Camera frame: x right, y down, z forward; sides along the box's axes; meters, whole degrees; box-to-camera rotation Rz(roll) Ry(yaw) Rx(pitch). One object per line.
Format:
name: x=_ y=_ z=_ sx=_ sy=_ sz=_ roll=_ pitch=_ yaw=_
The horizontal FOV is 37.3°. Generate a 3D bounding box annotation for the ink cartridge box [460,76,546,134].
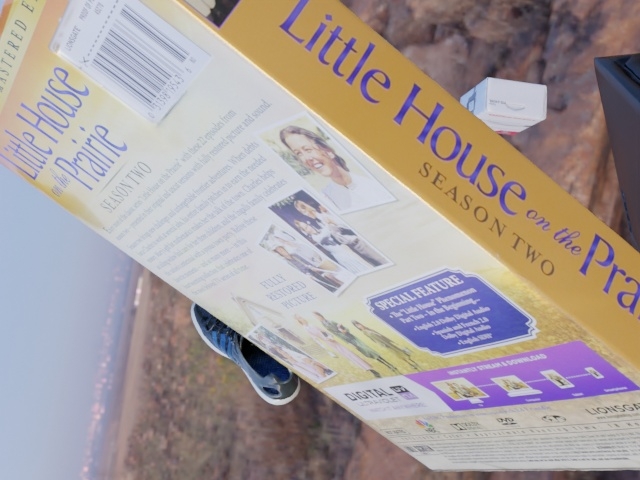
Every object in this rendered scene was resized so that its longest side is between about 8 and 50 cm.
ink cartridge box: x=0.316 y=-0.232 z=1.657 sx=0.150 sy=0.109 sz=0.063 roll=153 pitch=122 yaw=-79

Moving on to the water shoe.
water shoe: x=-0.097 y=0.126 z=1.254 sx=0.203 sy=0.073 sz=0.080 roll=41 pitch=152 yaw=26

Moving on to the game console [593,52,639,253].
game console: x=0.264 y=0.016 z=0.623 sx=0.361 sy=0.044 sz=0.213 roll=-95 pitch=-14 yaw=-63

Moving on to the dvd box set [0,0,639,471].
dvd box set: x=0.000 y=0.000 z=0.555 sx=0.062 sy=0.420 sz=0.308 roll=-59 pitch=14 yaw=-25
